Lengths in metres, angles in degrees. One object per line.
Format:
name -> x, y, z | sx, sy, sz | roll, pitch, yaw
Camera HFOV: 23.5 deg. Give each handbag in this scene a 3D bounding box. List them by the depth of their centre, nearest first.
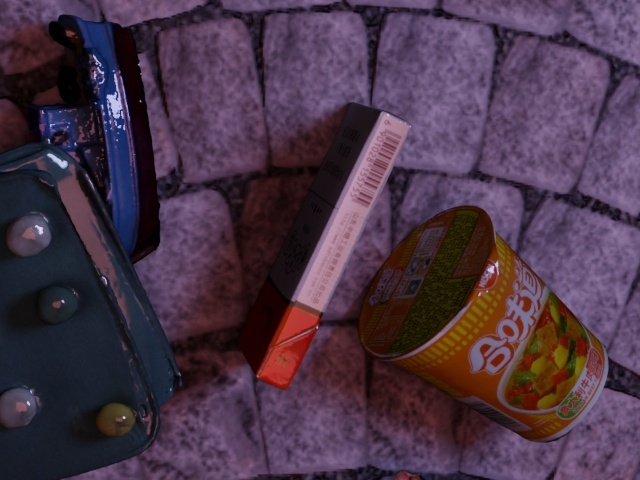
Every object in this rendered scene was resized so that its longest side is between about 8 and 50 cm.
handbag -> -0.277, 0.085, 1.246 | 0.274, 0.100, 0.268 | -18, 110, 9

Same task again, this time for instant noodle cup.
instant noodle cup -> 0.156, 0.085, 1.367 | 0.185, 0.168, 0.168 | 37, 90, -25

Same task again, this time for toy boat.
toy boat -> -0.193, -0.076, 1.276 | 0.097, 0.100, 0.223 | -11, 103, -20

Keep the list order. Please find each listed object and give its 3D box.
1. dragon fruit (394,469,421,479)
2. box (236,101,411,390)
dragon fruit -> 0.113, 0.331, 1.368 | 0.224, 0.227, 0.224 | -8, 138, -7
box -> 0.000, 0.000, 1.318 | 0.035, 0.139, 0.245 | 24, 93, -13
